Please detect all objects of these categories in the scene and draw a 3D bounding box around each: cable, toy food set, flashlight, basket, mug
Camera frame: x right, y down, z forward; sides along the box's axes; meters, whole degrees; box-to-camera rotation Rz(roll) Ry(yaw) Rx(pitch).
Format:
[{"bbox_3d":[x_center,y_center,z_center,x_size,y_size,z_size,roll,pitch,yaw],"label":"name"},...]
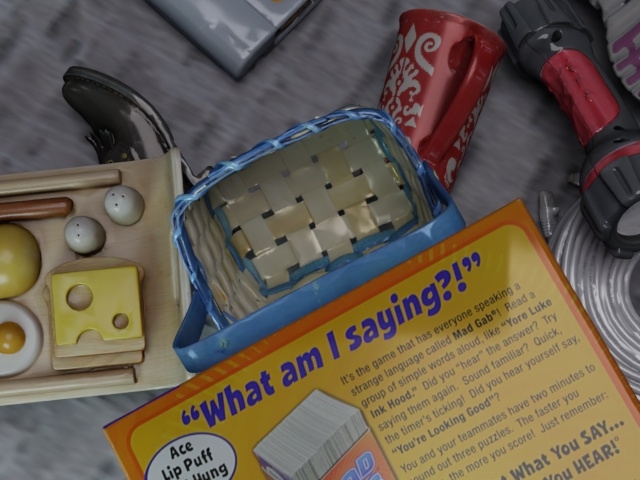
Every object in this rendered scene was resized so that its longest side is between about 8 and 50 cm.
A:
[{"bbox_3d":[0.345,0.049,1.399,0.257,0.089,0.257,2,76,-2],"label":"cable"},{"bbox_3d":[-0.270,0.037,1.306,0.306,0.092,0.220,-6,82,1],"label":"toy food set"},{"bbox_3d":[0.253,-0.122,1.370,0.103,0.103,0.304,-17,51,-6],"label":"flashlight"},{"bbox_3d":[0.000,0.000,1.244,0.255,0.289,0.201,-25,102,9],"label":"basket"},{"bbox_3d":[0.105,-0.134,1.410,0.113,0.150,0.169,17,80,10],"label":"mug"}]

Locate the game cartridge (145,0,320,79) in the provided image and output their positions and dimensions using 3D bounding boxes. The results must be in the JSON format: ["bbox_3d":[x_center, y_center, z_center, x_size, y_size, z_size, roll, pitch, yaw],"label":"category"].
[{"bbox_3d":[-0.057,-0.334,1.498,0.198,0.062,0.297,42,78,4],"label":"game cartridge"}]

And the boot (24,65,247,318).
[{"bbox_3d":[-0.219,-0.018,1.393,0.263,0.091,0.229,44,78,6],"label":"boot"}]

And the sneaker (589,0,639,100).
[{"bbox_3d":[0.330,-0.238,1.462,0.095,0.104,0.236,-37,70,30],"label":"sneaker"}]

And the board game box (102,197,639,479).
[{"bbox_3d":[0.098,0.236,1.170,0.356,0.356,0.356,-29,76,2],"label":"board game box"}]
